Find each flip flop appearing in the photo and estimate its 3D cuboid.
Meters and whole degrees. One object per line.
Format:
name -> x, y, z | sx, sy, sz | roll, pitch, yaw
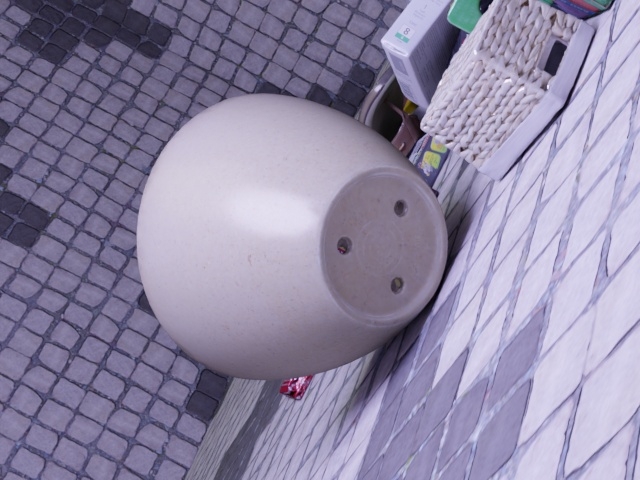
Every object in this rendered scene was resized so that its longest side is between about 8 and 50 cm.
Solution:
flip flop -> 0.115, -0.146, 2.062 | 0.112, 0.080, 0.277 | -49, -32, -38

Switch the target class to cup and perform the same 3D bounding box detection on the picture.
cup -> 0.000, 0.000, 1.496 | 0.237, 0.331, 0.331 | 4, 63, 57

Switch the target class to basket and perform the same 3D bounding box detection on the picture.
basket -> 0.183, -0.158, 1.388 | 0.113, 0.103, 0.167 | -63, 3, -31

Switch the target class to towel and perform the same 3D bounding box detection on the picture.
towel -> 0.008, 0.125, 2.210 | 0.275, 0.031, 0.199 | -63, 3, -8

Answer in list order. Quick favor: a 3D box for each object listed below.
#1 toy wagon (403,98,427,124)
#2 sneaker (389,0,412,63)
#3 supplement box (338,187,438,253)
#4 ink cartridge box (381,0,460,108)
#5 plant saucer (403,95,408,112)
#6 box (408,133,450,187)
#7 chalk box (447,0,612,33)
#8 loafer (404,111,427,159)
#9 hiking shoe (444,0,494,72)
toy wagon -> 0.235, -0.332, 2.120 | 0.344, 0.068, 0.267 | -63, 5, -10
sneaker -> 0.172, -0.356, 2.010 | 0.229, 0.086, 0.132 | -56, 6, 47
supplement box -> 0.065, -0.001, 1.809 | 0.188, 0.104, 0.081 | -63, 4, -21
ink cartridge box -> 0.181, -0.308, 1.888 | 0.225, 0.056, 0.181 | -54, -22, -7
plant saucer -> 0.152, -0.252, 2.753 | 0.311, 0.050, 0.310 | -61, 3, 6
box -> 0.119, -0.054, 1.954 | 0.207, 0.036, 0.114 | -63, 4, -8
chalk box -> 0.235, -0.336, 1.411 | 0.289, 0.180, 0.179 | -63, 4, 1
loafer -> 0.132, -0.172, 2.258 | 0.223, 0.078, 0.076 | -63, 5, -12
hiking shoe -> 0.213, -0.269, 1.856 | 0.227, 0.086, 0.114 | -64, 8, -8
